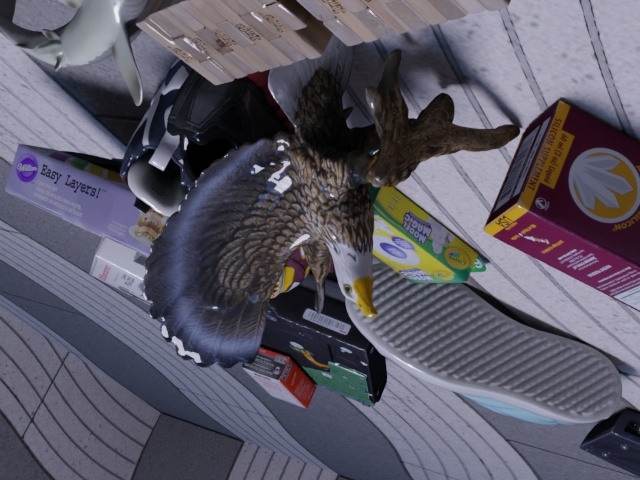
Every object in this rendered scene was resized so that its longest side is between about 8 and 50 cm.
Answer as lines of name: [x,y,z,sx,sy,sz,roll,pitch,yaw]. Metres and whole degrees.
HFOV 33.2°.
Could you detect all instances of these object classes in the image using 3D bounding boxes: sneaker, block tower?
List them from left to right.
sneaker: [-0.163,-0.088,1.149,0.094,0.153,0.235,30,161,-11]
sneaker: [-0.065,-0.084,1.055,0.098,0.135,0.276,22,163,31]
sneaker: [-0.031,-0.022,1.255,0.069,0.084,0.185,37,128,25]
block tower: [-0.002,-0.193,0.756,0.091,0.097,0.335,37,157,-30]
sneaker: [0.189,0.151,1.374,0.366,0.135,0.150,27,158,-1]

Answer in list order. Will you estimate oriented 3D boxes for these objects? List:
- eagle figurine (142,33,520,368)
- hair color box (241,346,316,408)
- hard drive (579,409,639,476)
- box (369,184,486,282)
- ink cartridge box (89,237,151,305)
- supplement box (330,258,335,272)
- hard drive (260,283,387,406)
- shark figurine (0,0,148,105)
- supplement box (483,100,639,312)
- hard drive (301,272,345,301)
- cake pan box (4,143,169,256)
eagle figurine: [-0.008,-0.024,0.946,0.226,0.225,0.298,27,144,-26]
hair color box: [-0.063,0.215,1.689,0.072,0.043,0.141,16,161,24]
hard drive: [0.516,0.321,1.534,0.255,0.054,0.172,24,161,4]
box: [0.098,0.000,1.227,0.179,0.043,0.105,33,161,-27]
ink cartridge box: [-0.260,0.053,1.757,0.218,0.092,0.158,30,161,-7]
supplement box: [0.000,0.000,1.349,0.055,0.043,0.083,23,161,7]
hard drive: [-0.019,0.147,1.614,0.237,0.064,0.339,21,160,14]
shark figurine: [-0.209,-0.207,0.988,0.278,0.116,0.166,-5,112,43]
supplement box: [0.245,-0.019,0.884,0.188,0.104,0.081,27,161,-5]
hard drive: [0.052,0.118,1.608,0.308,0.040,0.203,17,160,25]
cake pan box: [-0.205,-0.040,1.294,0.267,0.070,0.246,22,-174,28]
